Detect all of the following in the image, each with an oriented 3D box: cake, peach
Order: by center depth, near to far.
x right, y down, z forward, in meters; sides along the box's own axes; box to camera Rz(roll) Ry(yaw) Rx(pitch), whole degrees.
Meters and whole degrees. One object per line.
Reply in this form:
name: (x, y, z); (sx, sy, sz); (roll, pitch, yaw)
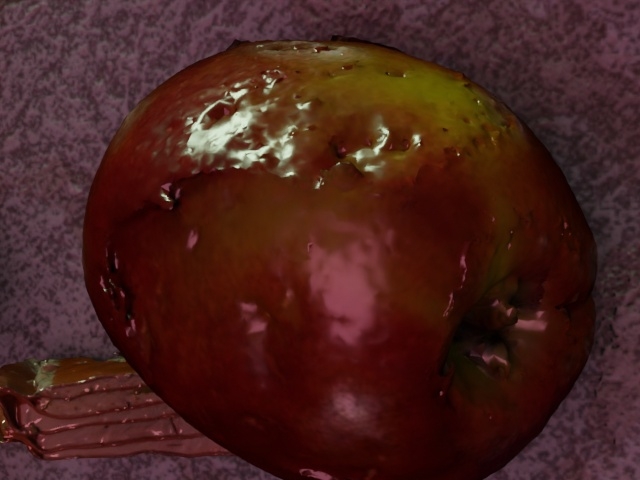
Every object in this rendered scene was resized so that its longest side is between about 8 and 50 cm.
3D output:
peach: (0.000, 0.000, 0.882); (0.416, 0.353, 0.339); (29, 98, 47)
cake: (-0.177, 0.153, 1.063); (0.287, 0.135, 0.098); (1, 93, -2)
